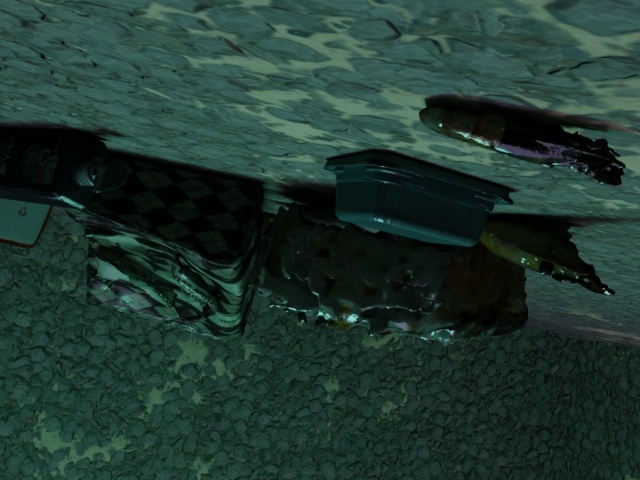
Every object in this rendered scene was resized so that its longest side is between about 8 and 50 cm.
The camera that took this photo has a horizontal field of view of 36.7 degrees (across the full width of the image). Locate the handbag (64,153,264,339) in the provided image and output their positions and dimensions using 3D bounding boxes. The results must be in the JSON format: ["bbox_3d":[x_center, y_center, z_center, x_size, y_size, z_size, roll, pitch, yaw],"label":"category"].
[{"bbox_3d":[-0.256,0.008,1.558,0.317,0.180,0.416,16,158,0],"label":"handbag"}]

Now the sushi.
[{"bbox_3d":[0.091,0.054,1.424,0.418,0.175,0.417,8,174,1],"label":"sushi"}]

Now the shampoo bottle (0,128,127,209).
[{"bbox_3d":[-0.371,-0.100,1.331,0.309,0.098,0.071,8,165,41],"label":"shampoo bottle"}]

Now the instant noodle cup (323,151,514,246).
[{"bbox_3d":[0.100,-0.040,1.066,0.179,0.070,0.157,13,176,-23],"label":"instant noodle cup"}]

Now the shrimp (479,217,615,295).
[{"bbox_3d":[0.290,0.008,1.181,0.117,0.066,0.262,-1,-164,-28],"label":"shrimp"}]

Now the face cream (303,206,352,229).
[{"bbox_3d":[0.000,0.000,1.639,0.114,0.070,0.224,-36,157,19],"label":"face cream"}]

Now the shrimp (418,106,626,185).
[{"bbox_3d":[0.157,-0.079,0.749,0.161,0.034,0.091,17,-172,12],"label":"shrimp"}]

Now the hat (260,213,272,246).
[{"bbox_3d":[-0.106,-0.024,1.782,0.146,0.067,0.146,30,-151,-18],"label":"hat"}]

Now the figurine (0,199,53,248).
[{"bbox_3d":[-0.617,-0.103,1.722,0.226,0.160,0.183,20,176,13],"label":"figurine"}]
